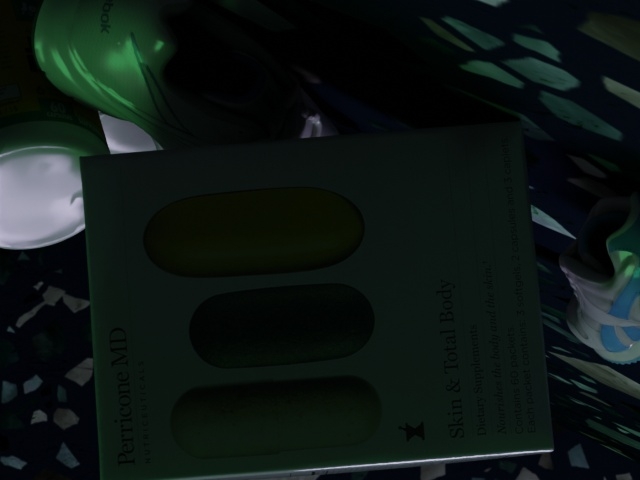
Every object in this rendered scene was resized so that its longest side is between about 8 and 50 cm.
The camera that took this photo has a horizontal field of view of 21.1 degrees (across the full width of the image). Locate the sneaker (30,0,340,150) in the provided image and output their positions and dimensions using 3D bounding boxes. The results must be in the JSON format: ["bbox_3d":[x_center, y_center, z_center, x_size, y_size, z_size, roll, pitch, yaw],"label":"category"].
[{"bbox_3d":[-0.061,-0.085,1.170,0.129,0.111,0.297,13,167,43],"label":"sneaker"}]

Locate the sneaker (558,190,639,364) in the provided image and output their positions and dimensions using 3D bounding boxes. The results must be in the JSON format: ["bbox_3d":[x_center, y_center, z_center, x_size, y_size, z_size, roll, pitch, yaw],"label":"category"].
[{"bbox_3d":[0.196,0.018,1.075,0.092,0.087,0.228,34,167,-2],"label":"sneaker"}]

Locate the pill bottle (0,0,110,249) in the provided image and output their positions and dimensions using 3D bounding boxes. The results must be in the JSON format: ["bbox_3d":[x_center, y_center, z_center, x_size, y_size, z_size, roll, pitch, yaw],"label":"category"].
[{"bbox_3d":[-0.223,-0.106,1.224,0.117,0.117,0.208,33,-152,-47],"label":"pill bottle"}]

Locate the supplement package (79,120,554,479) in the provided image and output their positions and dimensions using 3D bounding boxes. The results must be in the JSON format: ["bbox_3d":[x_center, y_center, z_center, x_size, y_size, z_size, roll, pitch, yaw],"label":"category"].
[{"bbox_3d":[-0.005,0.048,1.082,0.263,0.199,0.198,-4,173,-2],"label":"supplement package"}]

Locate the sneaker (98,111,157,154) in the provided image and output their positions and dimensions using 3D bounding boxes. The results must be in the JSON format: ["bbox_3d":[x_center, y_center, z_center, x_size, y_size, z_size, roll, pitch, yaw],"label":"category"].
[{"bbox_3d":[-0.214,-0.135,1.415,0.258,0.094,0.091,33,176,-40],"label":"sneaker"}]
